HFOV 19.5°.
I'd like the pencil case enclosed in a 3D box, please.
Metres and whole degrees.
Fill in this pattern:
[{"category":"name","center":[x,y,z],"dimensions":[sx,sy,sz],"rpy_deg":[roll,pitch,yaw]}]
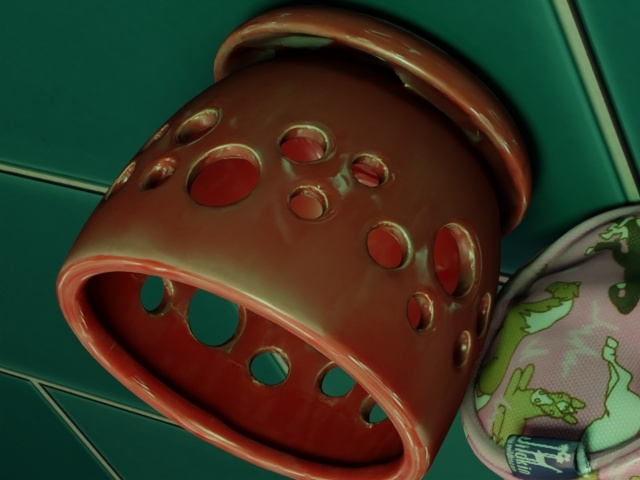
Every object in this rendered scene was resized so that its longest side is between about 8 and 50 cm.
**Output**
[{"category":"pencil case","center":[0.232,0.153,0.931],"dimensions":[0.160,0.167,0.386],"rpy_deg":[-28,124,25]}]

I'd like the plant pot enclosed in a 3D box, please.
[{"category":"plant pot","center":[0.000,0.000,0.872],"dimensions":[0.191,0.174,0.191],"rpy_deg":[25,154,13]}]
